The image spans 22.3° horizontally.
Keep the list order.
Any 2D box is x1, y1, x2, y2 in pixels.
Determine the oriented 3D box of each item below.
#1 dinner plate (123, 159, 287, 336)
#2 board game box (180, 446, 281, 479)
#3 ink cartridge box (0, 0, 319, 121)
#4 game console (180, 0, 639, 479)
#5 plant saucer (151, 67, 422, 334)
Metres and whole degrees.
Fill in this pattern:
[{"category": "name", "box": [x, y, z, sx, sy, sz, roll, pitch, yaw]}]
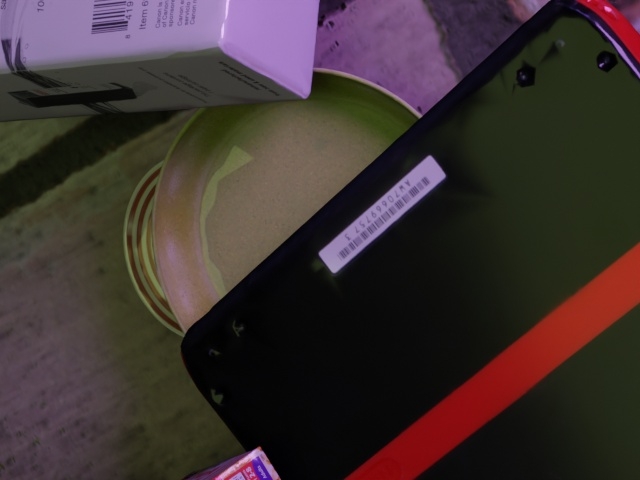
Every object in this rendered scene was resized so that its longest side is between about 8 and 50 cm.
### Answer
[{"category": "dinner plate", "box": [-0.081, 0.005, 1.175, 0.141, 0.017, 0.141, 6, 101, 29]}, {"category": "board game box", "box": [-0.030, 0.242, 1.116, 0.193, 0.045, 0.147, 57, 154, 1]}, {"category": "ink cartridge box", "box": [-0.141, -0.192, 1.085, 0.272, 0.114, 0.197, -1, 76, 29]}, {"category": "game console", "box": [0.132, 0.089, 1.027, 0.386, 0.060, 0.342, -42, 80, 24]}, {"category": "plant saucer", "box": [0.000, 0.000, 1.102, 0.241, 0.037, 0.241, 6, 105, 21]}]
